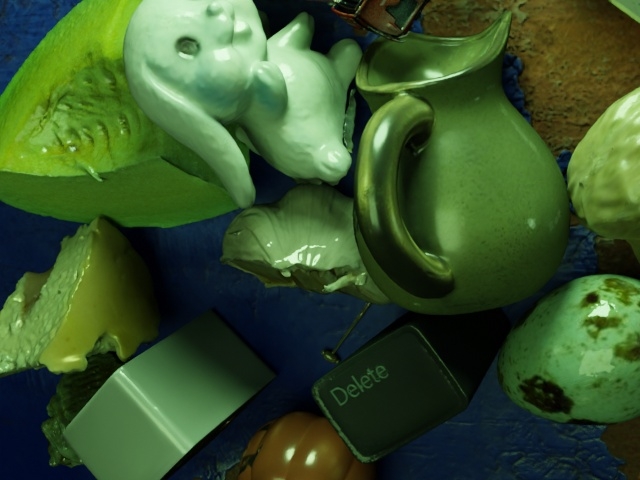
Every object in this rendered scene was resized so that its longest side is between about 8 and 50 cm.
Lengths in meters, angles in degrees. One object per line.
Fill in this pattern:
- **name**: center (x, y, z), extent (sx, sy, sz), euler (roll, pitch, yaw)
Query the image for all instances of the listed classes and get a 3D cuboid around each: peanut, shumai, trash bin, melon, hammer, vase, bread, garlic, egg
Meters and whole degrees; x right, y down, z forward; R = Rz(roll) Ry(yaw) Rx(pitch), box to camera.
- **peanut**: center (0.387, -0.053, 1.219), extent (0.233, 0.110, 0.197), euler (43, 108, 4)
- **shumai**: center (-0.312, 0.273, 1.642), extent (0.184, 0.184, 0.142), euler (32, 141, 12)
- **trash bin**: center (0.118, 0.140, 1.340), extent (0.165, 0.225, 0.115), euler (-37, 90, 30)
- **melon**: center (-0.288, -0.151, 1.448), extent (0.343, 0.226, 0.331), euler (-7, 114, 39)
- **hammer**: center (0.040, 0.116, 1.491), extent (0.029, 0.014, 0.123), euler (34, 117, 1)
- **vase**: center (0.124, -0.070, 1.209), extent (0.241, 0.329, 0.302), euler (-4, 105, 30)
- **bread**: center (-0.315, 0.128, 1.537), extent (0.183, 0.224, 0.211), euler (-15, 137, 32)
- **garlic**: center (0.000, 0.000, 1.393), extent (0.229, 0.178, 0.143), euler (19, 83, -2)
- **egg**: center (0.302, 0.129, 1.287), extent (0.231, 0.169, 0.169), euler (-24, 96, 39)

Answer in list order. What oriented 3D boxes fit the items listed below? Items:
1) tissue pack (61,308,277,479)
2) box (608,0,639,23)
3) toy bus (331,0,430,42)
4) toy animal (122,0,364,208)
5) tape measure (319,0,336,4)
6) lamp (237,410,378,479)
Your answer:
- **tissue pack**: center (-0.197, 0.218, 1.502), extent (0.136, 0.246, 0.159), euler (47, 120, 6)
- **box**: center (0.375, -0.295, 1.168), extent (0.240, 0.071, 0.159), euler (38, 116, 9)
- **toy bus**: center (0.108, -0.325, 1.224), extent (0.096, 0.073, 0.235), euler (30, 95, -32)
- **toy animal**: center (-0.087, -0.184, 1.308), extent (0.174, 0.249, 0.289), euler (-29, 111, 38)
- **tape measure**: center (-0.045, -0.390, 1.285), extent (0.245, 0.149, 0.232), euler (6, 111, 23)
- **lamp**: center (-0.013, 0.312, 1.498), extent (0.187, 0.164, 0.188), euler (17, 137, 16)
